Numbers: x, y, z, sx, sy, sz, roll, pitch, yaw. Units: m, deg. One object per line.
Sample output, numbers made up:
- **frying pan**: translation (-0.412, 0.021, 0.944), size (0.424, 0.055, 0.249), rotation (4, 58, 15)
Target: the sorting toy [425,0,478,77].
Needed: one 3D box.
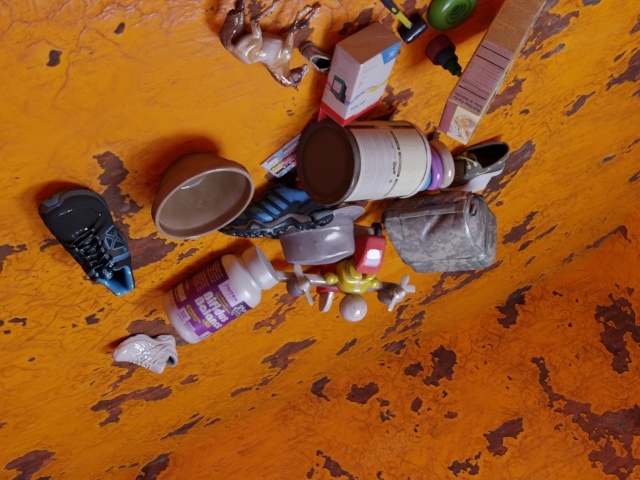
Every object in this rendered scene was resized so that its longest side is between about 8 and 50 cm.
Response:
- **sorting toy**: translation (0.320, -0.491, 1.570), size (0.127, 0.126, 0.366), rotation (-21, 153, -20)

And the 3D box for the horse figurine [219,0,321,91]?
- **horse figurine**: translation (-0.101, -0.383, 1.377), size (0.263, 0.066, 0.174), rotation (-3, 137, -49)

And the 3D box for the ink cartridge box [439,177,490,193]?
- **ink cartridge box**: translation (0.445, -0.193, 2.331), size (0.209, 0.062, 0.109), rotation (-18, 153, -23)

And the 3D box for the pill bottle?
- **pill bottle**: translation (-0.274, 0.143, 2.036), size (0.301, 0.169, 0.169), rotation (-33, 155, 4)

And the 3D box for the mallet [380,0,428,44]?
- **mallet**: translation (0.157, -0.471, 1.540), size (0.062, 0.039, 0.189), rotation (-41, 148, 26)

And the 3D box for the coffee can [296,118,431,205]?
- **coffee can**: translation (0.108, -0.194, 1.784), size (0.275, 0.202, 0.201), rotation (-8, 147, -42)

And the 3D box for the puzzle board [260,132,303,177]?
- **puzzle board**: translation (-0.076, -0.206, 1.795), size (0.128, 0.011, 0.096), rotation (-37, 154, 12)

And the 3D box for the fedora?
- **fedora**: translation (0.000, 0.000, 2.025), size (0.275, 0.125, 0.244), rotation (-12, 171, 5)

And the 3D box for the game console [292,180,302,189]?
- **game console**: translation (-0.066, -0.105, 1.990), size (0.144, 0.085, 0.124), rotation (6, 106, -53)

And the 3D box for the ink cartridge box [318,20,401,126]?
- **ink cartridge box**: translation (0.080, -0.345, 1.592), size (0.134, 0.078, 0.231), rotation (-37, 161, -30)

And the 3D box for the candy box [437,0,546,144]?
- **candy box**: translation (0.383, -0.394, 1.656), size (0.317, 0.087, 0.183), rotation (-60, 172, -9)

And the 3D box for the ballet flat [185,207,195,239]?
- **ballet flat**: translation (-0.325, -0.042, 1.777), size (0.057, 0.049, 0.173), rotation (-25, 155, -10)

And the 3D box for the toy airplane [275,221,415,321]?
- **toy airplane**: translation (0.073, 0.138, 2.281), size (0.385, 0.273, 0.384), rotation (-18, 147, 15)

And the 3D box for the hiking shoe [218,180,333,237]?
- **hiking shoe**: translation (-0.120, -0.082, 1.875), size (0.303, 0.132, 0.113), rotation (-9, 173, 2)

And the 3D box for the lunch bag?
- **lunch bag**: translation (0.366, -0.040, 2.211), size (0.304, 0.213, 0.256), rotation (-5, 156, 32)

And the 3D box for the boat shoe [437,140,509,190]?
- **boat shoe**: translation (0.452, -0.232, 2.221), size (0.304, 0.109, 0.091), rotation (-19, 148, -30)

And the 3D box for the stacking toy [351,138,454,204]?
- **stacking toy**: translation (0.199, -0.178, 2.025), size (0.330, 0.141, 0.141), rotation (-17, 152, -18)

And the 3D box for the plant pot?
- **plant pot**: translation (-0.275, -0.116, 1.624), size (0.237, 0.110, 0.237), rotation (-25, 153, -14)

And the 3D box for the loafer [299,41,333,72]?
- **loafer**: translation (0.002, -0.374, 1.534), size (0.045, 0.039, 0.125), rotation (-42, 153, 21)

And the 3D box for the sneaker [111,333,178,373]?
- **sneaker**: translation (-0.518, 0.349, 2.209), size (0.232, 0.115, 0.090), rotation (2, 140, -49)

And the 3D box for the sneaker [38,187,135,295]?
- **sneaker**: translation (-0.485, 0.005, 1.583), size (0.125, 0.140, 0.341), rotation (-28, 154, -2)
